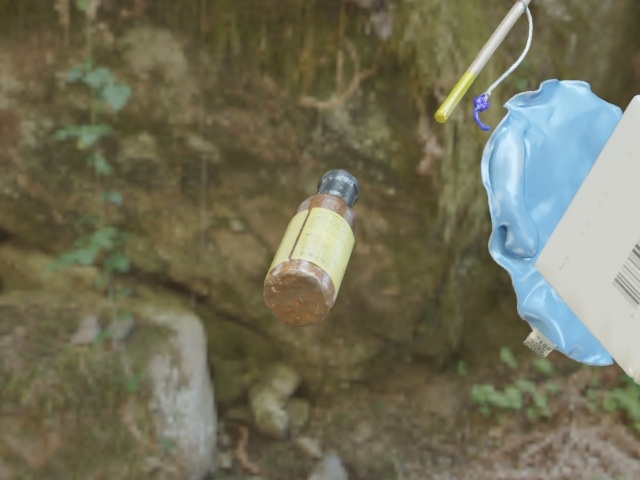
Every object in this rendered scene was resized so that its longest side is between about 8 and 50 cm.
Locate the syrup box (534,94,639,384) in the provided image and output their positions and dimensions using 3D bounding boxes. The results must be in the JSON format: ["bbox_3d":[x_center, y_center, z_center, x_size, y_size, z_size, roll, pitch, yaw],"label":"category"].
[{"bbox_3d":[0.226,0.024,0.645,0.237,0.093,0.096,16,23,-29],"label":"syrup box"}]

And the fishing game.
[{"bbox_3d":[0.157,-0.009,0.889,0.041,0.264,0.189,-15,33,45],"label":"fishing game"}]

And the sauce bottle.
[{"bbox_3d":[0.000,0.000,0.821,0.042,0.042,0.128,7,33,12],"label":"sauce bottle"}]
